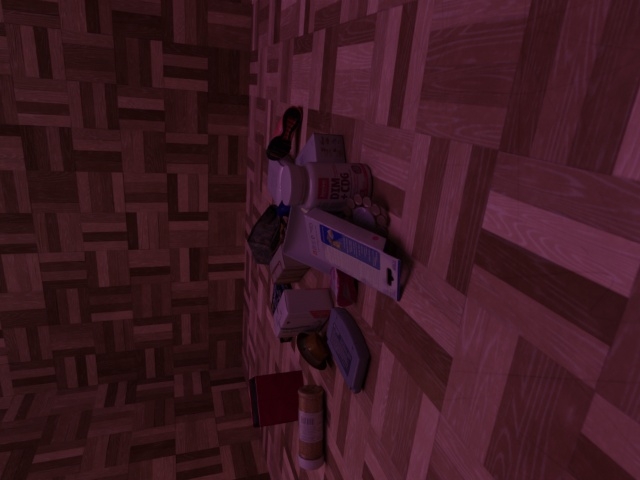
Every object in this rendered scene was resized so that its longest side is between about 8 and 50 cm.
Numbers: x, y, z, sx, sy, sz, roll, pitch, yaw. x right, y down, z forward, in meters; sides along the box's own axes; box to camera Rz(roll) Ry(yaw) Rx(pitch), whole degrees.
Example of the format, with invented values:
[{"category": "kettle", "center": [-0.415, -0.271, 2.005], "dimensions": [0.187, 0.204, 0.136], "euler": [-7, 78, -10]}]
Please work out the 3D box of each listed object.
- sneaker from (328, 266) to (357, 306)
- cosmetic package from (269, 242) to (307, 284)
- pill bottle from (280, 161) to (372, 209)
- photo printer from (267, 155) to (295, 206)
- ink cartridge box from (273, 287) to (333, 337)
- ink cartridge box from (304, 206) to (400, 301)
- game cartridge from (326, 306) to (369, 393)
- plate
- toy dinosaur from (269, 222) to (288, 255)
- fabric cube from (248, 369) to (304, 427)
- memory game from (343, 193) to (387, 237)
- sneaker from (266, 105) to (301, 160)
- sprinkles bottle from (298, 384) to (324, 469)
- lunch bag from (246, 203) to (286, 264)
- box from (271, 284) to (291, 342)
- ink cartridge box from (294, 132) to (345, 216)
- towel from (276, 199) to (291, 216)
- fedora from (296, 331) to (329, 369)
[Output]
[{"category": "sneaker", "center": [0.078, 0.112, 1.567], "dimensions": [0.111, 0.102, 0.253], "euler": [-135, 47, -61]}, {"category": "cosmetic package", "center": [-0.155, 0.120, 2.168], "dimensions": [0.296, 0.153, 0.129], "euler": [125, 137, -62]}, {"category": "pill bottle", "center": [0.017, -0.185, 1.439], "dimensions": [0.160, 0.282, 0.161], "euler": [178, 90, -71]}, {"category": "photo printer", "center": [-0.211, -0.335, 2.346], "dimensions": [0.307, 0.107, 0.256], "euler": [-125, 38, -56]}, {"category": "ink cartridge box", "center": [-0.083, 0.326, 1.891], "dimensions": [0.283, 0.207, 0.117], "euler": [115, 149, -53]}, {"category": "ink cartridge box", "center": [0.107, 0.037, 1.331], "dimensions": [0.370, 0.069, 0.176], "euler": [29, 142, 35]}, {"category": "game cartridge", "center": [0.100, 0.398, 1.608], "dimensions": [0.297, 0.062, 0.198], "euler": [-122, 39, -55]}, {"category": "plate", "center": [0.000, 0.000, 1.622], "dimensions": [0.045, 0.277, 0.277], "euler": [-58, -12, -45]}, {"category": "toy dinosaur", "center": [-0.174, -0.017, 2.016], "dimensions": [0.211, 0.064, 0.112], "euler": [-64, -11, -57]}, {"category": "fabric cube", "center": [-0.237, 0.860, 2.309], "dimensions": [0.254, 0.258, 0.259], "euler": [129, 136, -61]}, {"category": "memory game", "center": [0.144, -0.063, 1.378], "dimensions": [0.186, 0.012, 0.186], "euler": [31, 135, 36]}, {"category": "sneaker", "center": [-0.184, -0.562, 2.227], "dimensions": [0.314, 0.115, 0.136], "euler": [-58, 17, 25]}, {"category": "sprinkles bottle", "center": [-0.043, 0.857, 1.957], "dimensions": [0.121, 0.121, 0.356], "euler": [-168, 77, -70]}, {"category": "lunch bag", "center": [-0.267, -0.029, 2.356], "dimensions": [0.235, 0.168, 0.287], "euler": [83, -157, -56]}, {"category": "box", "center": [-0.220, 0.393, 2.495], "dimensions": [0.293, 0.073, 0.296], "euler": [-114, 29, -49]}, {"category": "ink cartridge box", "center": [-0.001, -0.231, 1.716], "dimensions": [0.272, 0.129, 0.310], "euler": [148, 118, -67]}, {"category": "towel", "center": [-0.106, -0.221, 2.034], "dimensions": [0.228, 0.076, 0.308], "euler": [-62, 15, -12]}, {"category": "fedora", "center": [-0.020, 0.470, 1.861], "dimensions": [0.079, 0.194, 0.194], "euler": [-43, 40, 17]}]
